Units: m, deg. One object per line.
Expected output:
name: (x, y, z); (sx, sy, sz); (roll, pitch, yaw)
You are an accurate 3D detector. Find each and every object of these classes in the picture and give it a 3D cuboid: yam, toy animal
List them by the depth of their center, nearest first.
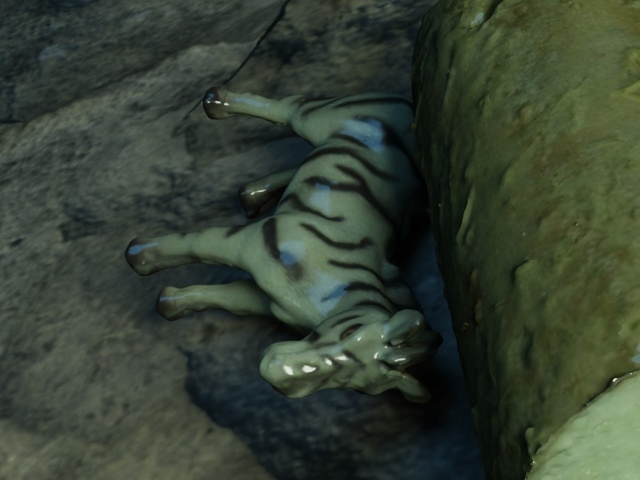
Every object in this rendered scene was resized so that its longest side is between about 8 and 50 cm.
yam: (0.124, 0.001, 0.600); (0.168, 0.168, 0.304); (-20, 37, 13)
toy animal: (-0.017, 0.006, 0.762); (0.170, 0.090, 0.255); (-12, 41, 15)
